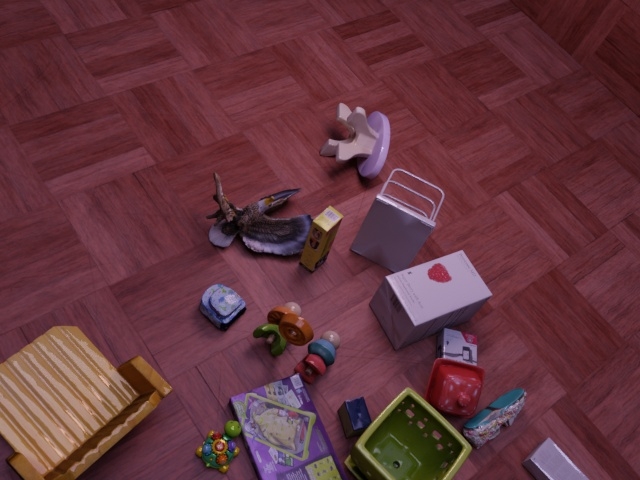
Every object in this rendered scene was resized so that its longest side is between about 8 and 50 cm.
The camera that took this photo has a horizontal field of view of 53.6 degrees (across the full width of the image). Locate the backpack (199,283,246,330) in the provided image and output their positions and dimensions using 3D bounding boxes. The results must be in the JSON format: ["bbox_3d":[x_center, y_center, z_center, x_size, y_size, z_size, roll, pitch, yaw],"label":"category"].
[{"bbox_3d":[-0.281,0.180,1.806,0.114,0.084,0.105,37,53,13],"label":"backpack"}]

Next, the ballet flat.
[{"bbox_3d":[0.506,0.512,1.822,0.241,0.091,0.077,-25,97,-24],"label":"ballet flat"}]

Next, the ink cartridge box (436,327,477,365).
[{"bbox_3d":[0.408,0.352,1.898,0.109,0.063,0.150,14,55,-7],"label":"ink cartridge box"}]

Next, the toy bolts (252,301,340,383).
[{"bbox_3d":[-0.033,0.258,1.768,0.228,0.218,0.158,46,49,-6],"label":"toy bolts"}]

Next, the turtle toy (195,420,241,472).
[{"bbox_3d":[-0.249,0.515,1.603,0.095,0.066,0.130,32,55,6],"label":"turtle toy"}]

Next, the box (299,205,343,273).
[{"bbox_3d":[0.000,0.000,1.913,0.058,0.232,0.087,38,54,14],"label":"box"}]

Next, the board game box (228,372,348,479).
[{"bbox_3d":[-0.081,0.537,1.650,0.208,0.056,0.346,-13,61,-27],"label":"board game box"}]

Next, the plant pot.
[{"bbox_3d":[0.208,0.554,1.620,0.228,0.207,0.227,43,56,14],"label":"plant pot"}]

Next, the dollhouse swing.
[{"bbox_3d":[-0.602,0.361,1.485,0.347,0.315,0.305,-40,95,-32],"label":"dollhouse swing"}]

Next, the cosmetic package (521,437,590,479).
[{"bbox_3d":[0.684,0.678,1.761,0.099,0.060,0.239,-31,69,-32],"label":"cosmetic package"}]

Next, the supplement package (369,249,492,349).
[{"bbox_3d":[0.331,0.178,1.923,0.293,0.175,0.177,-17,63,-25],"label":"supplement package"}]

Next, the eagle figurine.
[{"bbox_3d":[-0.183,-0.076,1.959,0.298,0.225,0.226,9,89,-40],"label":"eagle figurine"}]

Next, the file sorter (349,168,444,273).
[{"bbox_3d":[0.244,-0.062,1.998,0.193,0.277,0.173,27,53,3],"label":"file sorter"}]

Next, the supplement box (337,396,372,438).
[{"bbox_3d":[0.093,0.479,1.712,0.056,0.083,0.083,-7,60,-20],"label":"supplement box"}]

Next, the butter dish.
[{"bbox_3d":[0.387,0.430,1.776,0.160,0.118,0.160,14,96,-6],"label":"butter dish"}]

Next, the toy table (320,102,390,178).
[{"bbox_3d":[0.126,-0.353,2.199,0.161,0.252,0.274,19,42,-24],"label":"toy table"}]
